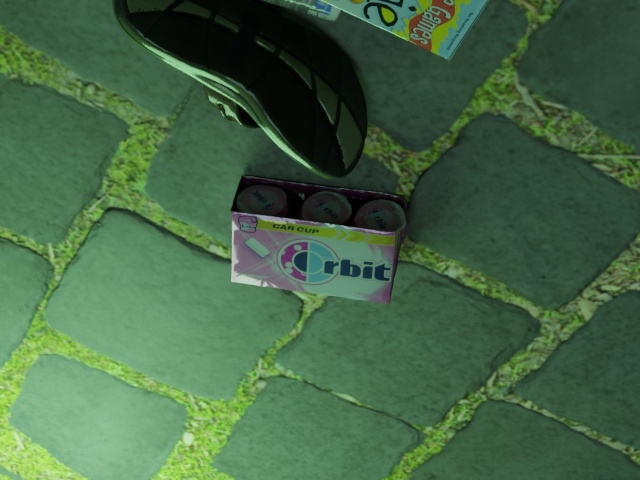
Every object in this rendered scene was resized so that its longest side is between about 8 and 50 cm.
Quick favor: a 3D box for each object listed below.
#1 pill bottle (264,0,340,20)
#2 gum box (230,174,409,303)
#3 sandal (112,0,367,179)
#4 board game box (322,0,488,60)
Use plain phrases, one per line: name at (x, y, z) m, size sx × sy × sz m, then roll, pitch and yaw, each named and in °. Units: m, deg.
pill bottle at (-0.040, -0.260, 1.570) m, size 0.137 × 0.078 × 0.078 m, roll 16°, pitch 134°, yaw -4°
gum box at (0.000, 0.000, 1.817) m, size 0.188 × 0.062 × 0.107 m, roll 8°, pitch 134°, yaw 5°
sandal at (-0.075, -0.172, 1.655) m, size 0.302 × 0.120 × 0.086 m, roll 36°, pitch 157°, yaw -19°
board game box at (0.029, -0.301, 1.471) m, size 0.275 × 0.144 × 0.142 m, roll 24°, pitch 134°, yaw -10°
